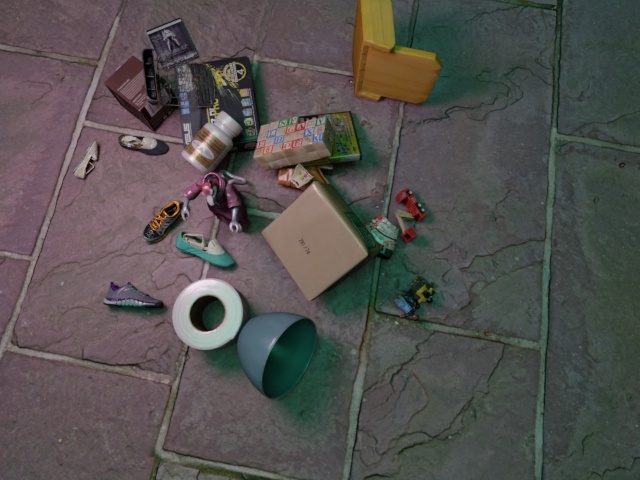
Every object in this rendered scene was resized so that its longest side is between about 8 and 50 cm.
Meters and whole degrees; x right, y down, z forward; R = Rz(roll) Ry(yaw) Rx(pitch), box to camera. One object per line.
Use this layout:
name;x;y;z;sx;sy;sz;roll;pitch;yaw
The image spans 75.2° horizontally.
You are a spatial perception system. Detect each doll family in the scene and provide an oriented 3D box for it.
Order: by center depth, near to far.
doll family;0.364;0.221;1.571;0.193;0.076;0.111;-42;84;-5

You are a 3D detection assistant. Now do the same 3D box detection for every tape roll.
tape roll;-0.387;0.268;1.497;0.245;0.169;0.247;0;75;0

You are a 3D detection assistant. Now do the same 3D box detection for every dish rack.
dish rack;-0.545;-0.619;1.617;0.271;0.074;0.209;-5;85;-28

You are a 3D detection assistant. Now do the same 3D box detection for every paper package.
paper package;0.000;0.000;1.505;0.309;0.168;0.325;-41;78;25

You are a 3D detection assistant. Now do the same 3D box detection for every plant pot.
plant pot;-0.175;0.367;1.442;0.195;0.290;0.291;20;75;30

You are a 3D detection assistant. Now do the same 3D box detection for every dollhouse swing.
dollhouse swing;0.296;-0.757;1.666;0.304;0.347;0.316;-2;76;0

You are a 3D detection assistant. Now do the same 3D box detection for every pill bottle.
pill bottle;-0.410;-0.373;1.587;0.131;0.131;0.229;39;89;8

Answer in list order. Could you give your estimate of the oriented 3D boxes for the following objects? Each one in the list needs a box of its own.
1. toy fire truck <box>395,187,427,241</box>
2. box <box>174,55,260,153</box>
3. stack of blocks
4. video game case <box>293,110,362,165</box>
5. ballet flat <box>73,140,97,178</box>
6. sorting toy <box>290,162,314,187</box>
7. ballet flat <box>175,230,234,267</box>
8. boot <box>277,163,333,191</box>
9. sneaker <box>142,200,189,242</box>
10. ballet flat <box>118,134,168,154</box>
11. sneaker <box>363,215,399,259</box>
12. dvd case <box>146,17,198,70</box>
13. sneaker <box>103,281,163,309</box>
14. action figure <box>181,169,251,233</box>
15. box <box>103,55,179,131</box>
toy fire truck;0.344;-0.103;1.641;0.135;0.047;0.192;-27;78;-26
box;-0.422;-0.556;1.736;0.317;0.097;0.396;-9;78;-1
stack of blocks;-0.099;-0.385;1.599;0.296;0.087;0.171;-7;57;24
video game case;0.024;-0.419;1.693;0.247;0.035;0.275;-7;54;-2
ballet flat;-0.948;-0.329;1.704;0.052;0.057;0.168;30;80;-22
sorting toy;-0.075;-0.241;1.595;0.075;0.045;0.083;-41;71;-4
ballet flat;-0.442;0.026;1.590;0.247;0.083;0.087;20;117;6
boot;-0.063;-0.225;1.651;0.219;0.109;0.284;3;74;-1
sneaker;-0.616;-0.082;1.624;0.084;0.083;0.215;41;80;7
ballet flat;-0.734;-0.399;1.707;0.202;0.074;0.074;9;76;1
sneaker;0.173;-0.041;1.623;0.269;0.090;0.145;23;76;1
dvd case;-0.662;-0.876;1.852;0.164;0.018;0.222;-26;79;-6
sneaker;-0.696;0.203;1.555;0.223;0.083;0.098;4;71;1
action figure;-0.344;-0.165;1.499;0.247;0.370;0.276;18;78;5
box;-0.725;-0.599;1.706;0.203;0.167;0.169;38;78;8
